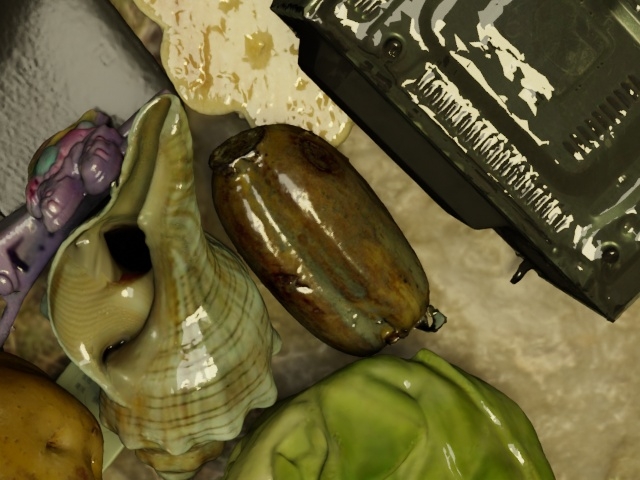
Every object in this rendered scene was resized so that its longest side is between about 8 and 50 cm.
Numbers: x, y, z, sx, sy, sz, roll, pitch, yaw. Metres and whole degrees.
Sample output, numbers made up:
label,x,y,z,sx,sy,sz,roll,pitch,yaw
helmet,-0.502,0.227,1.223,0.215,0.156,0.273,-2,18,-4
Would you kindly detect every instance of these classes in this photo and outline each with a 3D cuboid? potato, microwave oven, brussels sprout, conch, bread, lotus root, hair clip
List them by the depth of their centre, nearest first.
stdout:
label,x,y,z,sx,sy,sz,roll,pitch,yaw
microwave oven,0.178,-0.149,1.317,0.286,0.218,0.355,-45,104,0
brussels sprout,0.050,0.245,1.378,0.328,0.247,0.328,-3,63,5
conch,-0.136,0.051,1.378,0.203,0.169,0.386,-4,109,-2
hair clip,-0.231,-0.023,1.398,0.090,0.137,0.278,33,109,-19
potato,-0.339,0.153,1.400,0.369,0.176,0.195,22,57,23
lotus root,0.000,0.000,1.412,0.124,0.123,0.241,-37,108,6
bread,-0.012,-0.229,1.438,0.316,0.054,0.316,0,94,2

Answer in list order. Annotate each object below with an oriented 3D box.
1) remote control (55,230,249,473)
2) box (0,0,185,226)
label,x,y,z,sx,sy,sz,roll,pitch,yaw
remote control,-0.182,0.124,1.488,0.090,0.038,0.309,40,95,-2
box,-0.237,-0.120,1.465,0.201,0.042,0.212,-40,93,5
